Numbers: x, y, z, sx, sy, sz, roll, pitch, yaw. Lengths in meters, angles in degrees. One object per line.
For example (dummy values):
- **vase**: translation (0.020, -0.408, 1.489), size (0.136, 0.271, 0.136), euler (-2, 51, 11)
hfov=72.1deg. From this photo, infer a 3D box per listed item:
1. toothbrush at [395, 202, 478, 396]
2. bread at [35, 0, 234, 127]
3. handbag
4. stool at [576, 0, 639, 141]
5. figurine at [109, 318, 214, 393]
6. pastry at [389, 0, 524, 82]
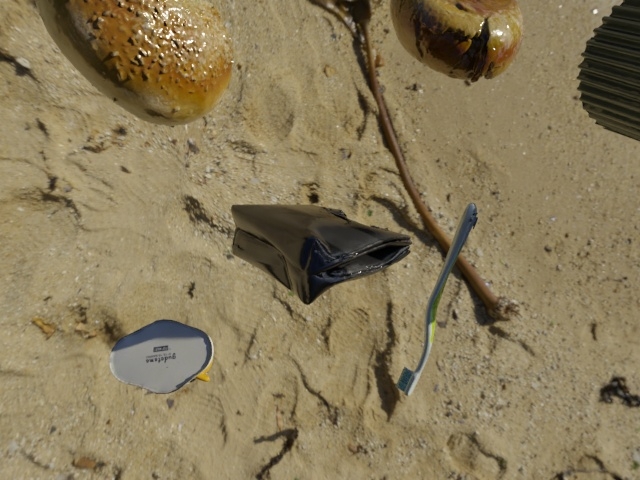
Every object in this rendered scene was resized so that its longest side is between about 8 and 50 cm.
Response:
- **toothbrush**: translation (0.151, 0.078, 0.560), size (0.022, 0.026, 0.262), euler (9, 103, -52)
- **bread**: translation (-0.255, -0.297, 0.589), size (0.171, 0.192, 0.314), euler (-14, 119, 28)
- **handbag**: translation (0.000, 0.000, 0.901), size (0.288, 0.342, 0.152), euler (-11, 113, -34)
- **stool**: translation (0.661, -0.281, 0.743), size (0.298, 0.330, 0.297), euler (1, 120, 2)
- **figurine**: translation (-0.361, 0.281, 1.076), size (0.250, 0.141, 0.166), euler (1, 76, 8)
- **pastry**: translation (0.325, -0.531, 1.072), size (0.356, 0.163, 0.355), euler (8, 54, -11)
